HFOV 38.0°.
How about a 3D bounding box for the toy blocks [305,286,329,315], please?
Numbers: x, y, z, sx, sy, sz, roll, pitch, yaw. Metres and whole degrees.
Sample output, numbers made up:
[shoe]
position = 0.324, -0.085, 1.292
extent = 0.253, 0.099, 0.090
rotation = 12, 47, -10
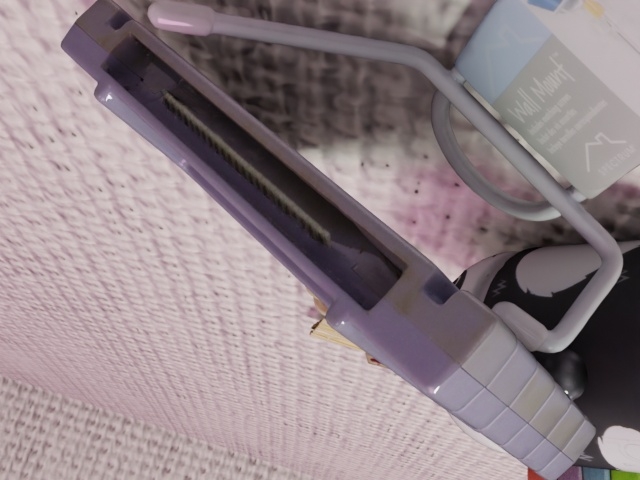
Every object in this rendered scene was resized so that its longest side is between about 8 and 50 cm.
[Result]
[toy blocks]
position = 0.046, 0.051, 0.913
extent = 0.123, 0.054, 0.148
rotation = 12, 158, 17

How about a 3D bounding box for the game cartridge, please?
[game cartridge]
position = 0.000, 0.000, 0.576
extent = 0.355, 0.068, 0.230
rotation = 42, 176, 36

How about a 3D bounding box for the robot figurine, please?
[robot figurine]
position = 0.214, 0.083, 0.700
extent = 0.278, 0.174, 0.209
rotation = -6, 141, 46

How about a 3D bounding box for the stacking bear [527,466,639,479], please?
[stacking bear]
position = 0.394, 0.267, 1.028
extent = 0.289, 0.175, 0.164
rotation = -13, 125, 39

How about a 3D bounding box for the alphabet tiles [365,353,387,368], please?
[alphabet tiles]
position = 0.163, 0.145, 1.111
extent = 0.237, 0.009, 0.198
rotation = 13, 158, 13

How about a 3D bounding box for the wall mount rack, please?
[wall mount rack]
position = 0.070, -0.096, 0.449
extent = 0.304, 0.130, 0.350
rotation = 44, 157, 4

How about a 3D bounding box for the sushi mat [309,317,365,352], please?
[sushi mat]
position = 0.149, 0.142, 1.076
extent = 0.316, 0.019, 0.151
rotation = 20, 158, -4
